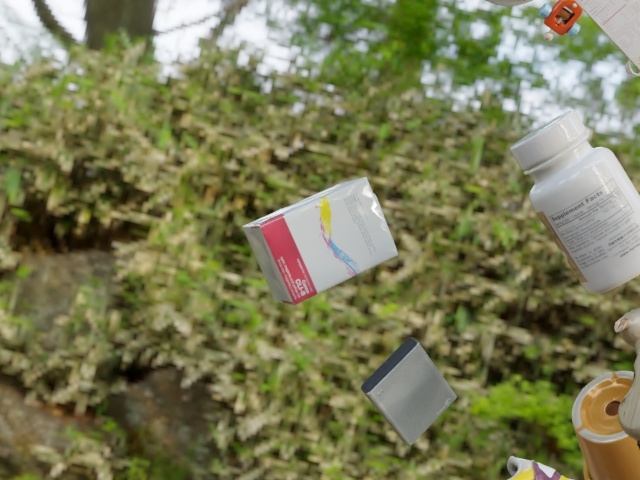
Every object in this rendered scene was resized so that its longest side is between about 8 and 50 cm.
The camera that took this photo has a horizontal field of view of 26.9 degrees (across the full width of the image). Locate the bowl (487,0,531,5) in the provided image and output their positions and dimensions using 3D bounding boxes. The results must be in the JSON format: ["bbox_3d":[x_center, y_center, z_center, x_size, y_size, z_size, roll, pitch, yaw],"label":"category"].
[{"bbox_3d":[0.323,-0.465,1.855,0.298,0.298,0.134,17,5,-42],"label":"bowl"}]

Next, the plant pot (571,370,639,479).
[{"bbox_3d":[0.470,0.298,1.994,0.205,0.205,0.188,9,-34,45],"label":"plant pot"}]

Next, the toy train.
[{"bbox_3d":[0.379,-0.294,1.775,0.166,0.125,0.046,28,35,-9],"label":"toy train"}]

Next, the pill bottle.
[{"bbox_3d":[0.359,-0.054,1.815,0.229,0.131,0.131,57,-9,-3],"label":"pill bottle"}]

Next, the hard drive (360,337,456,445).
[{"bbox_3d":[0.117,0.199,1.749,0.022,0.094,0.135,36,-13,46],"label":"hard drive"}]

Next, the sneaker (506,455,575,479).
[{"bbox_3d":[0.179,0.282,1.277,0.084,0.070,0.185,24,39,17],"label":"sneaker"}]

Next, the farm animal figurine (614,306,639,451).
[{"bbox_3d":[0.462,0.075,1.605,0.330,0.327,0.172,-23,21,-32],"label":"farm animal figurine"}]

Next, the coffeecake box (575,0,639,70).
[{"bbox_3d":[0.351,-0.284,1.569,0.185,0.068,0.142,46,22,-6],"label":"coffeecake box"}]

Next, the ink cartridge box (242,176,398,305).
[{"bbox_3d":[0.000,0.000,1.948,0.176,0.127,0.128,-25,6,-13],"label":"ink cartridge box"}]
